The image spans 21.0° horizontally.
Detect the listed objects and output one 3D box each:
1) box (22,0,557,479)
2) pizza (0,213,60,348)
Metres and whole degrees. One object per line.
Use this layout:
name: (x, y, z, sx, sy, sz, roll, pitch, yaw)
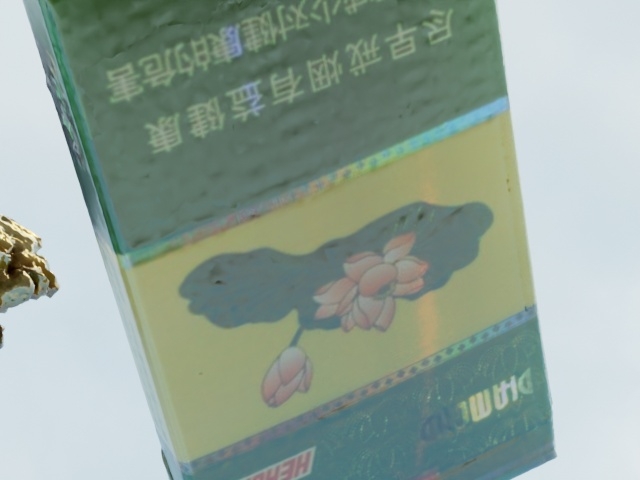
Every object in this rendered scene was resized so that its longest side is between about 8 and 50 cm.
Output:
box: (0.000, 0.000, 0.526, 0.132, 0.235, 0.034, -24, -144, -15)
pizza: (-0.224, 0.008, 0.887, 0.194, 0.154, 0.069, 11, -170, -23)
